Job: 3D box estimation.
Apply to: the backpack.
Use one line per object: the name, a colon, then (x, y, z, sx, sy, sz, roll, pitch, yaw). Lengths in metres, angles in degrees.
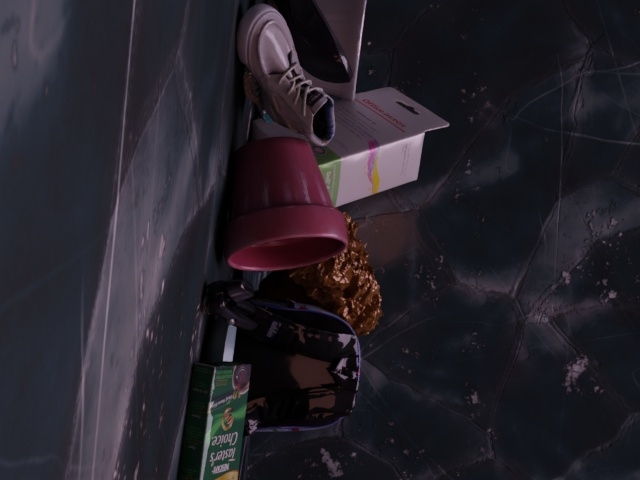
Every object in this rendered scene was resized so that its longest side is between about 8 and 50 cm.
backpack: (-0.060, 0.232, 1.685, 0.213, 0.263, 0.277, -89, -174, -86)

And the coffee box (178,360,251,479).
coffee box: (-0.154, 0.272, 1.347, 0.113, 0.040, 0.184, 14, 83, -64)

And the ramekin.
ramekin: (0.017, -0.419, 1.795, 0.277, 0.135, 0.277, 6, 90, -89)

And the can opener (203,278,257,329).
can opener: (-0.128, 0.105, 1.384, 0.186, 0.073, 0.059, 67, 24, -68)

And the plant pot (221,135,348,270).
plant pot: (-0.066, -0.062, 1.475, 0.201, 0.201, 0.180, 99, -16, -74)

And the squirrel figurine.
squirrel figurine: (0.000, 0.000, 1.917, 0.397, 0.281, 0.371, -146, -127, -63)

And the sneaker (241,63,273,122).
sneaker: (-0.103, -0.263, 1.504, 0.076, 0.065, 0.166, 60, -5, 26)

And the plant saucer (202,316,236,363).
plant saucer: (-0.168, 0.196, 1.483, 0.195, 0.037, 0.195, -173, -90, -89)

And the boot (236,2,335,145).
boot: (-0.038, -0.245, 1.385, 0.095, 0.123, 0.258, -49, 154, -12)

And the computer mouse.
computer mouse: (-0.040, -0.363, 1.480, 0.272, 0.072, 0.188, 61, 0, 5)

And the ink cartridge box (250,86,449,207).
ink cartridge box: (0.060, -0.186, 1.813, 0.207, 0.353, 0.119, 41, -42, 39)

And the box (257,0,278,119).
box: (-0.086, -0.366, 1.815, 0.183, 0.056, 0.231, 88, 9, -85)
